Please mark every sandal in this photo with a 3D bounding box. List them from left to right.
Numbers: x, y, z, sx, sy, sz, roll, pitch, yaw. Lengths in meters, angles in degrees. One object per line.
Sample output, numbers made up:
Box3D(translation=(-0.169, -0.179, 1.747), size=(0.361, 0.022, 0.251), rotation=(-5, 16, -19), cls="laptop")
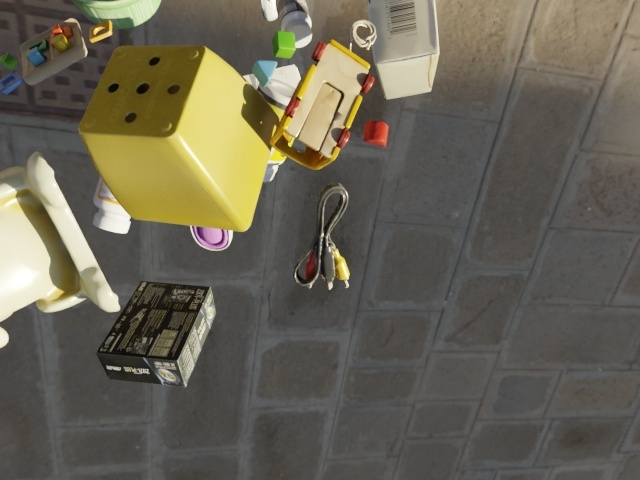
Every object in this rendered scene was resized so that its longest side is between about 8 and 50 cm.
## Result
Box3D(translation=(-0.337, -0.110, 1.248), size=(0.169, 0.102, 0.417), rotation=(-7, 134, 7), cls="sandal")

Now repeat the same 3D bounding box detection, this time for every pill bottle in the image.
Box3D(translation=(-0.597, -0.153, 1.339), size=(0.136, 0.136, 0.246), rotation=(18, 94, -18), cls="pill bottle")
Box3D(translation=(-0.117, -0.247, 1.015), size=(0.119, 0.119, 0.209), rotation=(18, 122, -18), cls="pill bottle")
Box3D(translation=(-0.065, -0.548, 1.096), size=(0.078, 0.137, 0.078), rotation=(-10, 155, -5), cls="pill bottle")

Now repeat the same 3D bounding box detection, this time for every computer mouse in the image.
Box3D(translation=(-0.198, -0.924, 1.713), size=(0.105, 0.042, 0.193), rotation=(-18, 153, -3), cls="computer mouse")

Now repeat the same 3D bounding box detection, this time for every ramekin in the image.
Box3D(translation=(-0.612, -0.780, 1.298), size=(0.303, 0.148, 0.304), rotation=(1, 82, -8), cls="ramekin")

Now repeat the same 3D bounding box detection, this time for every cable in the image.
Box3D(translation=(0.000, 0.000, 1.051), size=(0.139, 0.072, 0.288), rotation=(-3, 114, -3), cls="cable")

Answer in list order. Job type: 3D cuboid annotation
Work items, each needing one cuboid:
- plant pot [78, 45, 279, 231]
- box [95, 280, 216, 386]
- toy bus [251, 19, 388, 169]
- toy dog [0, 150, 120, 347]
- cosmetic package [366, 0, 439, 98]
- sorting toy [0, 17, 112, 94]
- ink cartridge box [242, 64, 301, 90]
Box3D(translation=(-0.204, -0.155, 0.640), size=(0.212, 0.213, 0.187), rotation=(7, 159, 14), cls="plant pot")
Box3D(translation=(-0.295, 0.168, 0.828), size=(0.147, 0.180, 0.078), rotation=(4, 128, 5), cls="box")
Box3D(translation=(0.001, -0.211, 0.682), size=(0.202, 0.104, 0.191), rotation=(-19, 93, -23), cls="toy bus")
Box3D(translation=(-0.608, 0.040, 0.714), size=(0.407, 0.395, 0.285), rotation=(-27, 123, -28), cls="toy dog")
Box3D(translation=(0.162, -0.390, 0.870), size=(0.113, 0.309, 0.161), rotation=(-6, 97, 13), cls="cosmetic package")
Box3D(translation=(-0.732, -0.525, 1.202), size=(0.347, 0.196, 0.047), rotation=(-31, 147, -4), cls="sorting toy")
Box3D(translation=(-0.196, -0.365, 1.244), size=(0.282, 0.207, 0.117), rotation=(-18, 85, -15), cls="ink cartridge box")
